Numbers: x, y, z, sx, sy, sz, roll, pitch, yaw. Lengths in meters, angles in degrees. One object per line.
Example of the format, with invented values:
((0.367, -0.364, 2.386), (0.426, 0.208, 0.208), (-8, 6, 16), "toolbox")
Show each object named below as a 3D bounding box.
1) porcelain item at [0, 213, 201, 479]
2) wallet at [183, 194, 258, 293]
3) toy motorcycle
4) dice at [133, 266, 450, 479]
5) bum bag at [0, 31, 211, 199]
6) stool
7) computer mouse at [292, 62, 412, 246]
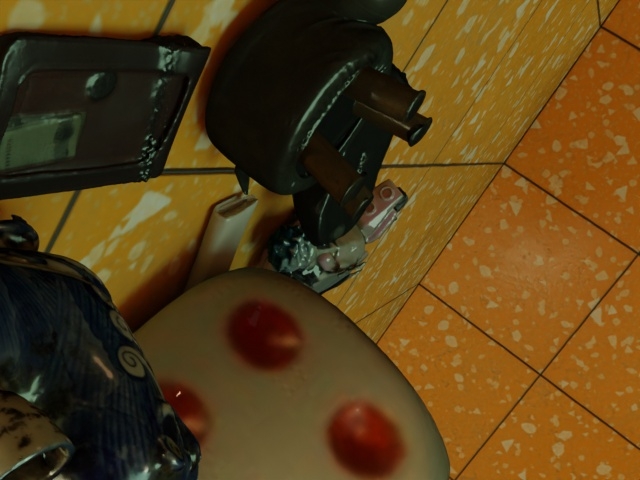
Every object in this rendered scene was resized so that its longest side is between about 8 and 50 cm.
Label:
((-0.172, 0.066, 0.323), (0.138, 0.186, 0.288), (-47, 161, -3), "porcelain item")
((-0.103, 0.008, 0.731), (0.061, 0.025, 0.122), (-31, 154, -49), "wallet")
((0.004, 0.005, 0.884), (0.239, 0.108, 0.204), (-53, 165, 1), "toy motorcycle")
((-0.069, 0.230, 0.745), (0.277, 0.304, 0.304), (-39, 166, -23), "dice")
((-0.140, -0.077, 0.434), (0.159, 0.026, 0.109), (-18, 143, -57), "bum bag")
((0.009, -0.118, 0.555), (0.153, 0.139, 0.228), (-42, 165, -41), "stool")
((0.021, -0.100, 0.762), (0.122, 0.073, 0.217), (-17, 134, -55), "computer mouse")
